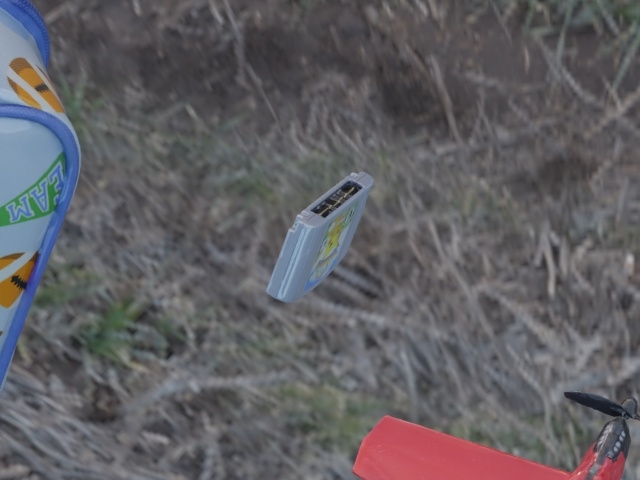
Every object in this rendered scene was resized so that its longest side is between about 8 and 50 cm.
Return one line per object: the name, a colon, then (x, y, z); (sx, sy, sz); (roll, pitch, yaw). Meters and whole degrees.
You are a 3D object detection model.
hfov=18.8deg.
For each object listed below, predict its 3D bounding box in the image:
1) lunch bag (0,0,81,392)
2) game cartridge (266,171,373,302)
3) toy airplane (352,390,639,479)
lunch bag: (-0.263, -0.006, 0.777); (0.303, 0.243, 0.115); (4, 45, -28)
game cartridge: (0.000, 0.000, 1.019); (0.017, 0.083, 0.056); (32, 121, 12)
toy airplane: (0.065, 0.110, 0.604); (0.151, 0.028, 0.151); (-2, 63, 4)
